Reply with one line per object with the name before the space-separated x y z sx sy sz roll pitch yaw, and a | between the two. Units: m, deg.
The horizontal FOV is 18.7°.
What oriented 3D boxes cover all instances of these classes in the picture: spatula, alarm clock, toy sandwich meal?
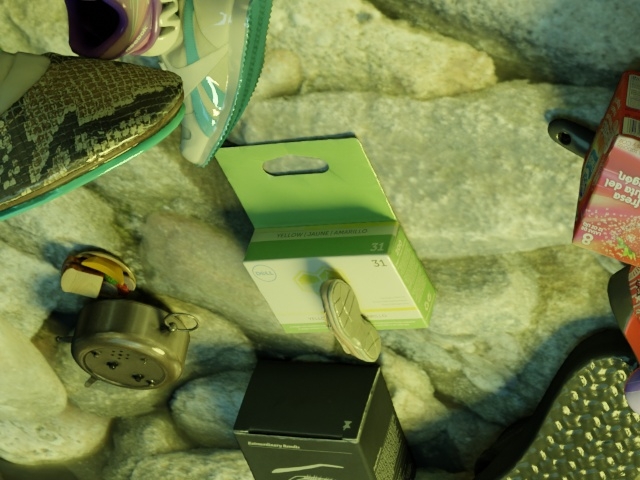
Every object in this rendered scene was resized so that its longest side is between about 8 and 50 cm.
spatula | 0.344 -0.045 1.782 0.296 0.030 0.084 23 138 -4
alarm clock | -0.202 0.114 2.165 0.129 0.064 0.192 30 142 -30
toy sandwich meal | -0.245 0.043 2.136 0.085 0.029 0.086 12 142 9

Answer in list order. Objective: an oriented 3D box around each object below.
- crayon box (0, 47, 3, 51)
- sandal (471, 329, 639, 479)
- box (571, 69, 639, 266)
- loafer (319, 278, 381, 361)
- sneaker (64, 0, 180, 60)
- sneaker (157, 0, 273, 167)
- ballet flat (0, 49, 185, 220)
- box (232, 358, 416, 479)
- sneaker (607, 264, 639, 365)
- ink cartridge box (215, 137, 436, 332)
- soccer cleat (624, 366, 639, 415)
crayon box | -0.406 -0.165 1.811 0.083 0.203 0.323 -8 135 29
sandal | 0.262 0.246 2.131 0.167 0.107 0.446 28 129 -9
box | 0.360 -0.034 1.689 0.256 0.128 0.123 19 124 0
loafer | 0.021 0.083 1.980 0.039 0.045 0.125 3 145 31
sneaker | -0.183 -0.252 1.652 0.095 0.104 0.236 19 126 32
sneaker | -0.106 -0.165 1.791 0.092 0.087 0.229 22 135 7
ballet flat | -0.351 -0.061 1.674 0.482 0.164 0.182 -29 112 22
box | 0.008 0.240 2.206 0.153 0.108 0.207 3 139 20
sneaker | 0.388 0.122 1.830 0.145 0.090 0.270 -33 79 39
ink cartridge box | 0.000 0.000 1.964 0.171 0.056 0.235 -3 139 27
soccer cleat | 0.427 0.171 1.926 0.248 0.095 0.083 12 109 -8
